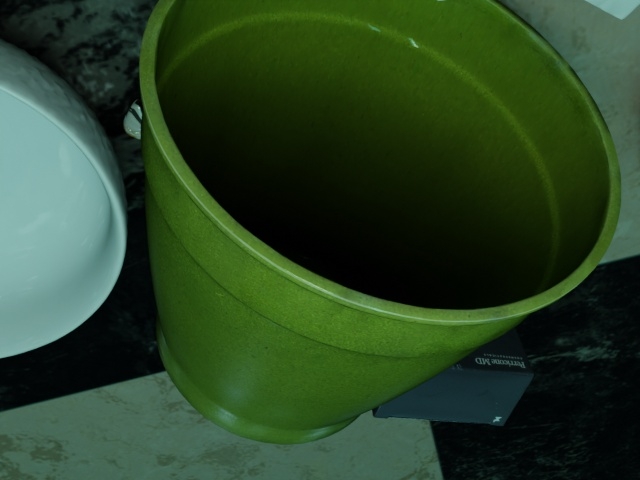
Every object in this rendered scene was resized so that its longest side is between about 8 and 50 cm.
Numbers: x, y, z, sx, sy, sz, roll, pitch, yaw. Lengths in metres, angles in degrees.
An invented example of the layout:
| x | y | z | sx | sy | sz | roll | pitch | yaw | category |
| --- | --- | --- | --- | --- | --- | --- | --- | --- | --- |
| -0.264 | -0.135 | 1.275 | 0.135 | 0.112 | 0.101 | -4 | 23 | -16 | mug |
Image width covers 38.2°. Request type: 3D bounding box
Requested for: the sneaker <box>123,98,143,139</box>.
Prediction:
| x | y | z | sx | sy | sz | roll | pitch | yaw | category |
| --- | --- | --- | --- | --- | --- | --- | --- | --- | --- |
| -0.139 | -0.107 | 0.859 | 0.083 | 0.032 | 0.037 | 12 | 130 | -21 | sneaker |

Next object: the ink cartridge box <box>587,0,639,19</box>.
| x | y | z | sx | sy | sz | roll | pitch | yaw | category |
| --- | --- | --- | --- | --- | --- | --- | --- | --- | --- |
| 0.241 | -0.288 | 0.648 | 0.093 | 0.154 | 0.212 | 18 | 139 | -23 | ink cartridge box |

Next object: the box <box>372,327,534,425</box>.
| x | y | z | sx | sy | sz | roll | pitch | yaw | category |
| --- | --- | --- | --- | --- | --- | --- | --- | --- | --- |
| 0.130 | 0.113 | 1.024 | 0.156 | 0.158 | 0.093 | 6 | 131 | -16 | box |

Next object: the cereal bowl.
| x | y | z | sx | sy | sz | roll | pitch | yaw | category |
| --- | --- | --- | --- | --- | --- | --- | --- | --- | --- |
| -0.336 | -0.051 | 0.802 | 0.339 | 0.141 | 0.339 | -5 | 133 | -6 | cereal bowl |

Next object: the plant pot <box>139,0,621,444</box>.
| x | y | z | sx | sy | sz | roll | pitch | yaw | category |
| --- | --- | --- | --- | --- | --- | --- | --- | --- | --- |
| 0.000 | 0.000 | 0.798 | 0.366 | 0.366 | 0.353 | 8 | 142 | -17 | plant pot |
